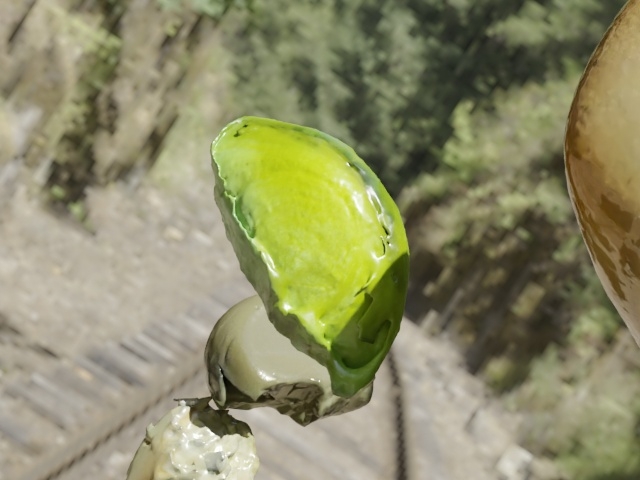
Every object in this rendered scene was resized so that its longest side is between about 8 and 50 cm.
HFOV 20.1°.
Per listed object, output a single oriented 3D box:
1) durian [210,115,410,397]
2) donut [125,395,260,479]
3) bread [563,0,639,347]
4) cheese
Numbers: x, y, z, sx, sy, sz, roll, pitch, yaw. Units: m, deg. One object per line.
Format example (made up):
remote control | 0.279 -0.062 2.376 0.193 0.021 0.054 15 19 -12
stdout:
durian | 0.000 0.000 1.493 0.250 0.139 0.101 55 4 16
donut | -0.111 0.358 1.976 0.150 0.307 0.371 28 -1 -33
bread | 0.360 -0.060 1.339 0.376 0.348 0.253 47 22 -55
cheese | -0.050 0.142 2.098 0.202 0.091 0.175 -10 55 -42
